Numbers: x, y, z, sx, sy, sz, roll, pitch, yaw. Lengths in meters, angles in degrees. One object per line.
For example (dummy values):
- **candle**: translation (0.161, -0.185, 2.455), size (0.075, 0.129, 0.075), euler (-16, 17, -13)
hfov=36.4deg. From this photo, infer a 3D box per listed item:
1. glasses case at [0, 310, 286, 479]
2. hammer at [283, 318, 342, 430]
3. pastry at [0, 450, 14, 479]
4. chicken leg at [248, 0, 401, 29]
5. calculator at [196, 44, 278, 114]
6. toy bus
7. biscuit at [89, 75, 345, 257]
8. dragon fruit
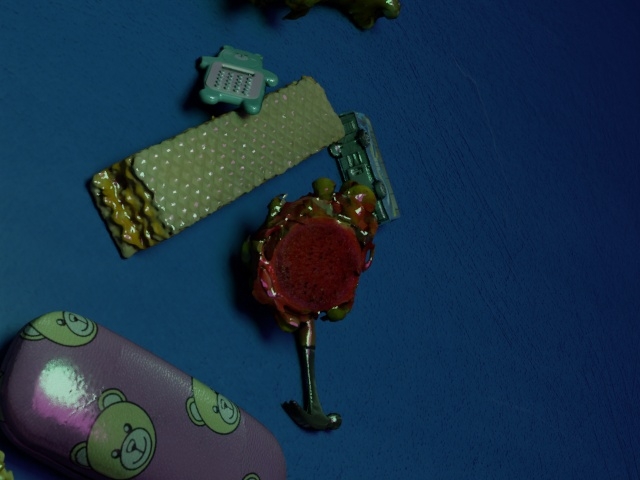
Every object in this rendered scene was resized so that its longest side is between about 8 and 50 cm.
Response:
- **glasses case**: translation (-0.146, 0.175, 0.866), size (0.316, 0.076, 0.123), euler (39, 46, -34)
- **hammer**: translation (-0.017, 0.113, 1.095), size (0.078, 0.021, 0.200), euler (13, 64, -47)
- **pastry**: translation (-0.306, 0.202, 0.537), size (0.255, 0.162, 0.310), euler (19, 46, 4)
- **chicken leg**: translation (-0.018, -0.383, 1.235), size (0.361, 0.140, 0.211), euler (-18, 109, -62)
- **calculator**: translation (-0.094, -0.183, 1.091), size (0.094, 0.019, 0.141), euler (13, 34, -6)
- **toy bus**: translation (0.056, -0.090, 1.255), size (0.061, 0.051, 0.153), euler (-8, 79, -64)
- **biscuit**: translation (-0.095, -0.097, 1.068), size (0.379, 0.054, 0.094), euler (-35, 101, -51)
- **dragon fruit**: translation (0.000, 0.000, 1.065), size (0.133, 0.150, 0.207), euler (59, 44, -25)
